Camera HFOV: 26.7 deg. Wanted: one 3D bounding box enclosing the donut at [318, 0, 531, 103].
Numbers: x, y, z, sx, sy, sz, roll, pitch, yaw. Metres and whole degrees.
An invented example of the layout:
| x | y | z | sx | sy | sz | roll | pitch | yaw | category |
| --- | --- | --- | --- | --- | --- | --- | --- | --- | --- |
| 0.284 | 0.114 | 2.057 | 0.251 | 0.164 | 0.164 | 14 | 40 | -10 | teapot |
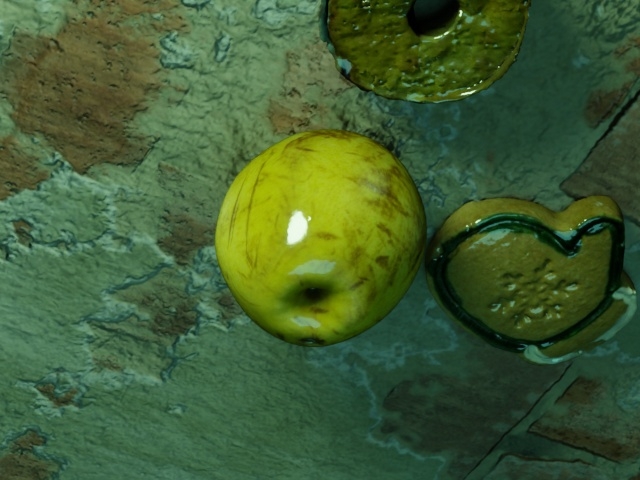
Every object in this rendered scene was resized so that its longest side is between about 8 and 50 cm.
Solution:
| x | y | z | sx | sy | sz | roll | pitch | yaw | category |
| --- | --- | --- | --- | --- | --- | --- | --- | --- | --- |
| 0.124 | -0.288 | 1.579 | 0.272 | 0.107 | 0.272 | -1 | 135 | -1 | donut |

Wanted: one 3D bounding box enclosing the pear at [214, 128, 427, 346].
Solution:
| x | y | z | sx | sy | sz | roll | pitch | yaw | category |
| --- | --- | --- | --- | --- | --- | --- | --- | --- | --- |
| 0.000 | 0.000 | 1.707 | 0.280 | 0.281 | 0.281 | -3 | 131 | -4 | pear |

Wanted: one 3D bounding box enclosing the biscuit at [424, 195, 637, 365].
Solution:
| x | y | z | sx | sy | sz | roll | pitch | yaw | category |
| --- | --- | --- | --- | --- | --- | --- | --- | --- | --- |
| 0.321 | 0.050 | 1.920 | 0.287 | 0.057 | 0.343 | -39 | 124 | 25 | biscuit |
